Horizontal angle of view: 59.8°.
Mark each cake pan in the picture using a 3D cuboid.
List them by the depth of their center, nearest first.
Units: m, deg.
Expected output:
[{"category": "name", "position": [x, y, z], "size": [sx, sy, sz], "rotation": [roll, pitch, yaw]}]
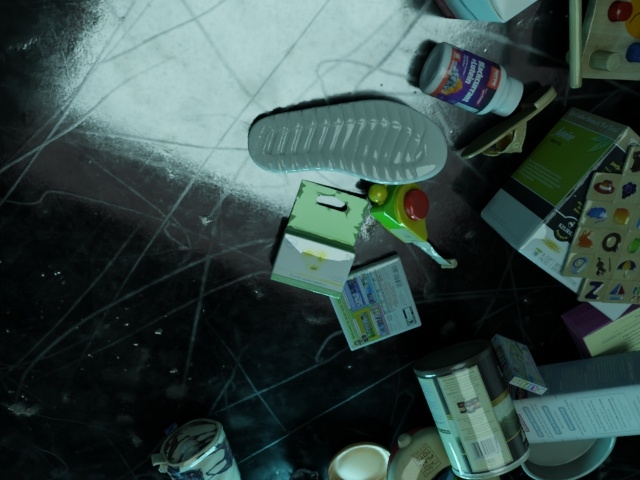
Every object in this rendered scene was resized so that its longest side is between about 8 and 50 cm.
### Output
[{"category": "cake pan", "position": [0.717, 0.586, 1.634], "size": [0.294, 0.054, 0.293], "rotation": [-3, 114, -6]}]

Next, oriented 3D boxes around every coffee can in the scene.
[{"category": "coffee can", "position": [0.372, 0.410, 1.378], "size": [0.202, 0.201, 0.275], "rotation": [-21, 89, 2]}]

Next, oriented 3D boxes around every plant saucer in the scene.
[{"category": "plant saucer", "position": [0.117, 0.650, 1.595], "size": [0.200, 0.037, 0.199], "rotation": [-3, 114, -7]}]

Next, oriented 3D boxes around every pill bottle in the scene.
[{"category": "pill bottle", "position": [0.314, -0.326, 1.152], "size": [0.194, 0.108, 0.108], "rotation": [16, 110, -14]}]

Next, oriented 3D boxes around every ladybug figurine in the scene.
[{"category": "ladybug figurine", "position": [0.331, 0.681, 1.547], "size": [0.305, 0.162, 0.449], "rotation": [-36, 109, -11]}]

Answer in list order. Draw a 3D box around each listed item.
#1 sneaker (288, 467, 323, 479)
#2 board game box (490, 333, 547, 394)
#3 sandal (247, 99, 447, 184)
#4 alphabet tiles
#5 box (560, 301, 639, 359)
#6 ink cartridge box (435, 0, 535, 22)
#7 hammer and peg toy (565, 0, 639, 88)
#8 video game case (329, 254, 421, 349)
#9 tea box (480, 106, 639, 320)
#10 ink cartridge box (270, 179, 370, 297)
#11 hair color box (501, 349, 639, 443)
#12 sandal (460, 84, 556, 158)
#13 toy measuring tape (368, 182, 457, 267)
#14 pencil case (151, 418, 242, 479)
[{"category": "sneaker", "position": [-0.050, 0.743, 1.586], "size": [0.153, 0.101, 0.268], "rotation": [44, 119, -2]}, {"category": "board game box", "position": [0.509, 0.317, 1.433], "size": [0.104, 0.154, 0.026], "rotation": [22, 119, -15]}, {"category": "sandal", "position": [0.057, -0.213, 1.181], "size": [0.417, 0.102, 0.169], "rotation": [5, 98, 4]}, {"category": "alphabet tiles", "position": [0.656, -0.021, 1.143], "size": [0.285, 0.011, 0.342], "rotation": [3, 113, -10]}, {"category": "box", "position": [0.796, 0.255, 1.465], "size": [0.214, 0.117, 0.243], "rotation": [-32, 113, 7]}, {"category": "ink cartridge box", "position": [0.327, -0.495, 0.983], "size": [0.207, 0.283, 0.117], "rotation": [-34, 113, 8]}, {"category": "hammer and peg toy", "position": [0.586, -0.443, 1.098], "size": [0.362, 0.127, 0.265], "rotation": [-4, 115, -18]}, {"category": "video game case", "position": [0.133, 0.158, 1.388], "size": [0.194, 0.023, 0.212], "rotation": [-21, 115, 2]}, {"category": "tea box", "position": [0.612, -0.060, 1.246], "size": [0.329, 0.220, 0.323], "rotation": [33, 106, -20]}, {"category": "ink cartridge box", "position": [0.000, 0.000, 1.271], "size": [0.171, 0.056, 0.235], "rotation": [17, 110, -7]}, {"category": "hair color box", "position": [0.659, 0.413, 1.436], "size": [0.375, 0.113, 0.185], "rotation": [-19, 118, 31]}, {"category": "sandal", "position": [0.429, -0.232, 1.220], "size": [0.240, 0.088, 0.079], "rotation": [-40, 106, 5]}, {"category": "toy measuring tape", "position": [0.224, -0.050, 1.278], "size": [0.330, 0.121, 0.121], "rotation": [33, 106, -36]}, {"category": "pencil case", "position": [-0.296, 0.669, 1.481], "size": [0.184, 0.160, 0.410], "rotation": [-18, 115, -9]}]
